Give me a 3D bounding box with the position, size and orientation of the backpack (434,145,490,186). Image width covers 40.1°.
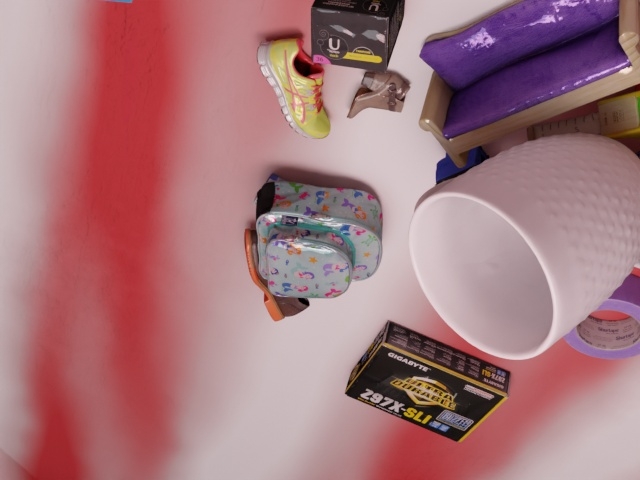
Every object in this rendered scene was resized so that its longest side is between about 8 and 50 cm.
[{"bbox_3d":[0.279,-0.112,1.583,0.098,0.101,0.120,-19,130,37],"label":"backpack"}]

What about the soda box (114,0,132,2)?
[{"bbox_3d":[-0.412,-0.461,1.493,0.210,0.067,0.071,8,137,12],"label":"soda box"}]

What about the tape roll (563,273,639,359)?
[{"bbox_3d":[0.582,0.152,1.768,0.189,0.080,0.189,11,138,10],"label":"tape roll"}]

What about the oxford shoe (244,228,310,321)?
[{"bbox_3d":[-0.098,0.066,1.937,0.098,0.097,0.271,-15,135,7],"label":"oxford shoe"}]

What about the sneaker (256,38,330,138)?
[{"bbox_3d":[-0.026,-0.267,1.547,0.094,0.081,0.208,-13,129,28],"label":"sneaker"}]

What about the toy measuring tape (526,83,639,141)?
[{"bbox_3d":[0.499,-0.195,1.431,0.121,0.121,0.330,44,149,-26],"label":"toy measuring tape"}]

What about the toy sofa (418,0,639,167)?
[{"bbox_3d":[0.324,-0.271,1.362,0.362,0.150,0.177,-20,127,35],"label":"toy sofa"}]

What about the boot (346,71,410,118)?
[{"bbox_3d":[0.104,-0.247,1.550,0.087,0.042,0.118,21,139,-5],"label":"boot"}]

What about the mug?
[{"bbox_3d":[0.313,-0.030,1.366,0.374,0.328,0.276,20,133,47],"label":"mug"}]

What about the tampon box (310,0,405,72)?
[{"bbox_3d":[0.062,-0.353,1.362,0.120,0.161,0.101,10,138,11],"label":"tampon box"}]

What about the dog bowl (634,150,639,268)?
[{"bbox_3d":[0.613,-0.049,1.481,0.264,0.104,0.265,9,150,5],"label":"dog bowl"}]

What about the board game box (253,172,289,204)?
[{"bbox_3d":[-0.081,-0.086,1.803,0.090,0.020,0.090,28,137,-11],"label":"board game box"}]

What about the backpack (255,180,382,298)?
[{"bbox_3d":[0.000,0.000,1.737,0.253,0.191,0.225,0,141,-2],"label":"backpack"}]

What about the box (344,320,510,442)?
[{"bbox_3d":[0.251,0.344,2.097,0.322,0.079,0.257,24,140,-5],"label":"box"}]
